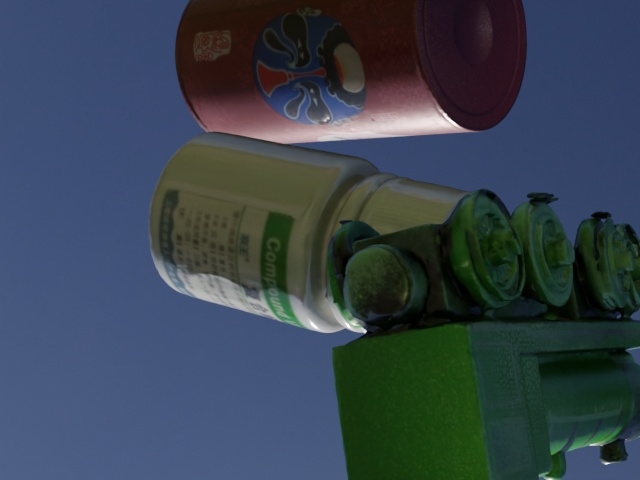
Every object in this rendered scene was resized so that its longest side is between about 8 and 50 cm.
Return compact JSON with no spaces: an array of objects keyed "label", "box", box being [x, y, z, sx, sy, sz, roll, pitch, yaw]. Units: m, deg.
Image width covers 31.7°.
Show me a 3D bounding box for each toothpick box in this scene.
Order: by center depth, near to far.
[{"label":"toothpick box","box":[0.027,-0.208,1.217,0.333,0.204,0.204,0,-109,42]}]

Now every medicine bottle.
[{"label":"medicine bottle","box":[0.000,0.000,0.850,0.237,0.139,0.139,13,-103,28]}]

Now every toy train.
[{"label":"toy train","box":[0.087,0.047,0.483,0.085,0.251,0.119,-14,-102,31]}]
